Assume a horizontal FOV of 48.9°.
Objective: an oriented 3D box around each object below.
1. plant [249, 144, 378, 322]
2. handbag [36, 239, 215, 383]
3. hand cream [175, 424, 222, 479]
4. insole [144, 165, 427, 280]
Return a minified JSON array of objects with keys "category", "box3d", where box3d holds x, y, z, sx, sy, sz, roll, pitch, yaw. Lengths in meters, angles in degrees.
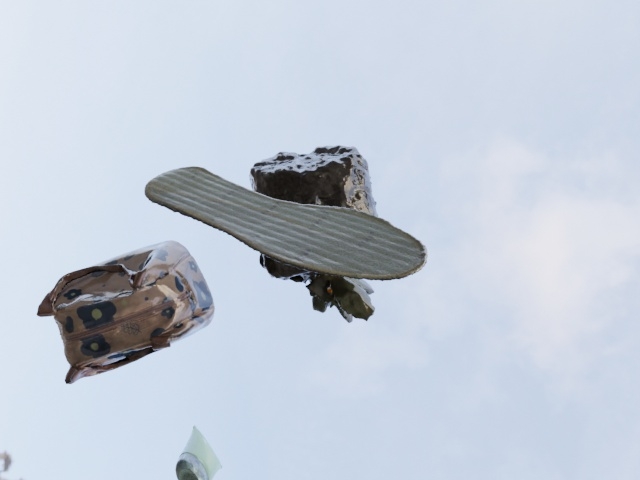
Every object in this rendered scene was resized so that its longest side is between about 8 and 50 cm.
[{"category":"plant","box3d":[0.000,0.000,1.220,0.213,0.215,0.312,-7,-70,3]},{"category":"handbag","box3d":[-0.328,0.119,1.180,0.252,0.193,0.190,-20,-80,8]},{"category":"hand cream","box3d":[-0.212,0.387,1.224,0.046,0.175,0.095,-35,-89,0]},{"category":"insole","box3d":[-0.050,-0.024,0.739,0.348,0.119,0.009,20,-51,30]}]
